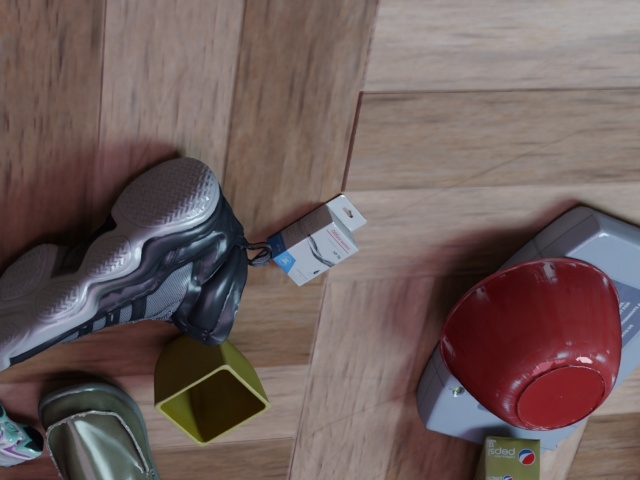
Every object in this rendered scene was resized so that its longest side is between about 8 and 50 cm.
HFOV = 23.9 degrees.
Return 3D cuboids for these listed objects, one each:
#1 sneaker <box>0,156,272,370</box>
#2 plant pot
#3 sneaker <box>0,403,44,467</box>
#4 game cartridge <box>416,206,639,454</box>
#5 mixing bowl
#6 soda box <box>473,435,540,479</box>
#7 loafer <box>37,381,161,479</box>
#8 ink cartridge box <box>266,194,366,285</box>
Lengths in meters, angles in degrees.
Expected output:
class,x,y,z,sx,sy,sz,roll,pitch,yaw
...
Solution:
class,x,y,z,sx,sy,sz,roll,pitch,yaw
sneaker,-0.168,0.054,1.317,0.269,0.101,0.153,-36,130,9
plant pot,-0.108,0.127,1.421,0.081,0.083,0.081,-31,132,11
sneaker,-0.321,0.189,1.446,0.069,0.038,0.098,-31,120,27
game cartridge,0.234,0.096,1.518,0.196,0.060,0.294,17,124,-33
mixing bowl,0.212,0.115,1.428,0.181,0.098,0.181,-8,134,-9
soda box,0.195,0.265,1.604,0.058,0.061,0.181,3,155,3
loafer,-0.203,0.234,1.486,0.094,0.087,0.251,-20,134,2
ink cartridge box,0.000,0.000,1.375,0.083,0.028,0.048,-32,133,12
